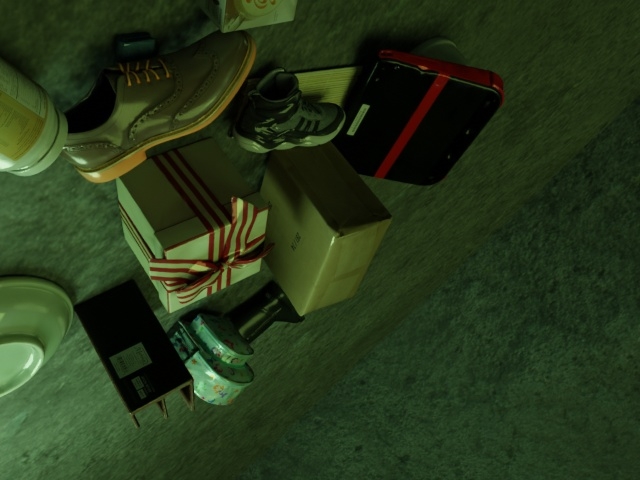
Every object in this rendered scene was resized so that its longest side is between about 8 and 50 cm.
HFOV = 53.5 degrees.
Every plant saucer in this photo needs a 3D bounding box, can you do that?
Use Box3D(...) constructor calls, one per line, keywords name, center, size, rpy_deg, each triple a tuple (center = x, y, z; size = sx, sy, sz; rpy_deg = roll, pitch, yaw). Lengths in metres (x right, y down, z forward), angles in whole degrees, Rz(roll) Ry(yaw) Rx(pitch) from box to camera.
Box3D(name="plant saucer", center=(-0.702, 0.243, 1.329), size=(0.400, 0.100, 0.400), rpy_deg=(-30, 154, -16))

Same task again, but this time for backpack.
Box3D(name="backpack", center=(-0.306, 0.341, 1.826), size=(0.191, 0.253, 0.225), rpy_deg=(-42, 152, 11))

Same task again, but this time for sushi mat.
Box3D(name="sushi mat", center=(-0.048, -0.304, 1.382), size=(0.316, 0.019, 0.151), rpy_deg=(-18, 147, -36))

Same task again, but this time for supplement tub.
Box3D(name="supplement tub", center=(-0.466, -0.183, 0.879), size=(0.144, 0.144, 0.199), rpy_deg=(-40, 155, 2))

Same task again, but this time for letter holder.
Box3D(name="letter holder", center=(-0.436, 0.289, 1.517), size=(0.152, 0.302, 0.214), rpy_deg=(-27, 153, -24))

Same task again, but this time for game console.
Box3D(name="game console", center=(0.217, -0.280, 1.532), size=(0.342, 0.060, 0.386), rpy_deg=(10, 144, -16))

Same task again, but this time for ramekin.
Box3D(name="ramekin", center=(0.282, -0.387, 1.577), size=(0.207, 0.109, 0.207), rpy_deg=(-31, 154, -17))

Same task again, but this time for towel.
Box3D(name="towel", center=(-0.311, -0.286, 1.050), size=(0.067, 0.029, 0.119), rpy_deg=(-21, 150, -37))

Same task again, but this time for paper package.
Box3D(name="paper package", center=(-0.015, -0.036, 1.529), size=(0.168, 0.309, 0.325), rpy_deg=(-17, 147, -30))

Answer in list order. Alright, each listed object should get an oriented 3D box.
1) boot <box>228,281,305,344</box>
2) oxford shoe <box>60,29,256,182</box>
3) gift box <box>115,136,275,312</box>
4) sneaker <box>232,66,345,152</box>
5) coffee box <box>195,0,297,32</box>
Box3D(name="boot", center=(-0.175, 0.255, 2.046), size=(0.207, 0.094, 0.246), rpy_deg=(-41, 148, -4))
Box3D(name="oxford shoe", center=(-0.265, -0.236, 1.016), size=(0.363, 0.130, 0.133), rpy_deg=(-38, 150, -2))
Box3D(name="gift box", center=(-0.260, -0.030, 1.276), size=(0.255, 0.258, 0.276), rpy_deg=(-28, 154, -22))
Box3D(name="sneaker", center=(-0.045, -0.271, 1.296), size=(0.268, 0.101, 0.153), rpy_deg=(-18, 149, -32))
Box3D(name="coffee box", center=(-0.100, -0.457, 0.964), size=(0.141, 0.098, 0.246), rpy_deg=(-22, 150, -31))
